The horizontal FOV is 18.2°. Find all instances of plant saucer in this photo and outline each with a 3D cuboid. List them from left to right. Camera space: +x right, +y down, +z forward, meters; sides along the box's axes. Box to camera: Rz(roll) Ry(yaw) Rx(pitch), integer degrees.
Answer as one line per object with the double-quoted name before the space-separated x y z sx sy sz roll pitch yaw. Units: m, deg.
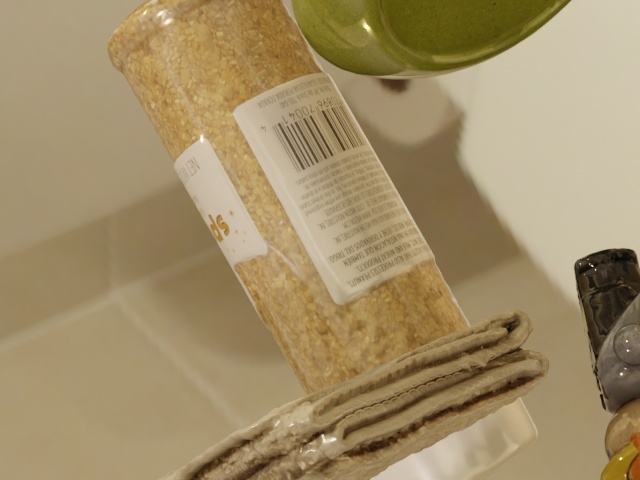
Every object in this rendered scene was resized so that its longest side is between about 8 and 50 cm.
"plant saucer" 0.092 -0.176 1.067 0.037 0.241 0.241 47 145 32

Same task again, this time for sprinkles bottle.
"sprinkles bottle" 0.000 0.000 1.253 0.355 0.121 0.121 61 149 5

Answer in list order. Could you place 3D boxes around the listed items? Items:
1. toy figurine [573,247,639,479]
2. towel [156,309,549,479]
"toy figurine" 0.256 0.056 1.042 0.209 0.213 0.148 -40 50 38
"towel" -0.026 0.123 1.016 0.282 0.187 0.049 -34 78 45
